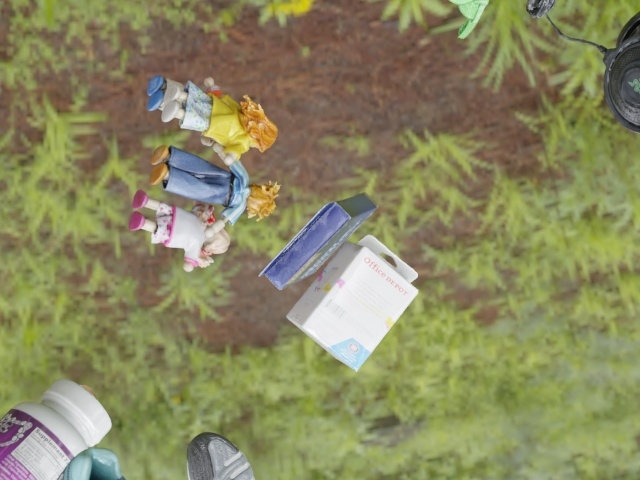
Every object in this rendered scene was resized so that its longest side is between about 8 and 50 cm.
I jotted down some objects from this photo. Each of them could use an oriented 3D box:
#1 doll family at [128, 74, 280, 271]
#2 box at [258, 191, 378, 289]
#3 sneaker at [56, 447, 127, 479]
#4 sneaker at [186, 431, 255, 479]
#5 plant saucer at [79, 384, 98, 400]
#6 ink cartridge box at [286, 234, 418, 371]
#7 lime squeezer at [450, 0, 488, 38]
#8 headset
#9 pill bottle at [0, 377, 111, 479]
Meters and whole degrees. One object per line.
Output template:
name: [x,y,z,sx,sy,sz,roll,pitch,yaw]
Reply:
doll family: [-0.129,-0.096,1.613,0.163,0.262,0.118,19,157,-32]
box: [0.000,0.000,1.728,0.136,0.036,0.225,-46,173,14]
sneaker: [-0.151,0.286,1.121,0.110,0.283,0.122,4,116,-54]
sneaker: [-0.127,0.347,1.723,0.086,0.228,0.132,-34,-164,-20]
plant saucer: [-0.423,0.298,2.304,0.083,0.083,0.015,-25,154,25]
ink cartridge box: [0.044,0.072,1.600,0.092,0.143,0.090,41,174,-14]
lime squeezer: [0.161,-0.300,1.598,0.110,0.058,0.310,-12,163,27]
headset: [0.459,-0.253,1.712,0.394,0.243,0.185,27,121,7]
pill bottle: [-0.489,0.373,2.137,0.169,0.301,0.169,28,146,21]
